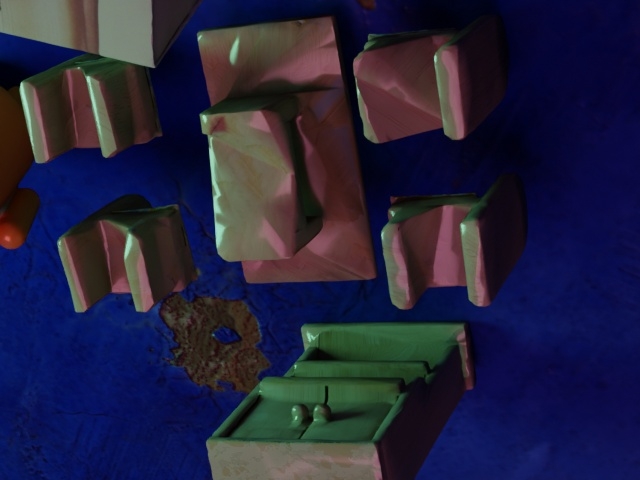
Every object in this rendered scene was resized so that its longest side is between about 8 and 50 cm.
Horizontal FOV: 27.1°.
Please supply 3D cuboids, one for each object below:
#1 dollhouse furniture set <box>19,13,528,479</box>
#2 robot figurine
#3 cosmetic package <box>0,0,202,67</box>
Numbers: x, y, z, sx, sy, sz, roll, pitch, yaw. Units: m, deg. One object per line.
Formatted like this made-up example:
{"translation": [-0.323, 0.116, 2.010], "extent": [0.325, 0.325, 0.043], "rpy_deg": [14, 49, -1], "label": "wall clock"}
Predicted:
{"translation": [0.000, 0.000, 1.145], "extent": [0.362, 0.256, 0.394], "rpy_deg": [-3, 109, 22], "label": "dollhouse furniture set"}
{"translation": [-0.329, -0.062, 1.159], "extent": [0.128, 0.219, 0.158], "rpy_deg": [-7, 127, 27], "label": "robot figurine"}
{"translation": [-0.242, -0.252, 1.014], "extent": [0.296, 0.129, 0.153], "rpy_deg": [13, 132, 9], "label": "cosmetic package"}
